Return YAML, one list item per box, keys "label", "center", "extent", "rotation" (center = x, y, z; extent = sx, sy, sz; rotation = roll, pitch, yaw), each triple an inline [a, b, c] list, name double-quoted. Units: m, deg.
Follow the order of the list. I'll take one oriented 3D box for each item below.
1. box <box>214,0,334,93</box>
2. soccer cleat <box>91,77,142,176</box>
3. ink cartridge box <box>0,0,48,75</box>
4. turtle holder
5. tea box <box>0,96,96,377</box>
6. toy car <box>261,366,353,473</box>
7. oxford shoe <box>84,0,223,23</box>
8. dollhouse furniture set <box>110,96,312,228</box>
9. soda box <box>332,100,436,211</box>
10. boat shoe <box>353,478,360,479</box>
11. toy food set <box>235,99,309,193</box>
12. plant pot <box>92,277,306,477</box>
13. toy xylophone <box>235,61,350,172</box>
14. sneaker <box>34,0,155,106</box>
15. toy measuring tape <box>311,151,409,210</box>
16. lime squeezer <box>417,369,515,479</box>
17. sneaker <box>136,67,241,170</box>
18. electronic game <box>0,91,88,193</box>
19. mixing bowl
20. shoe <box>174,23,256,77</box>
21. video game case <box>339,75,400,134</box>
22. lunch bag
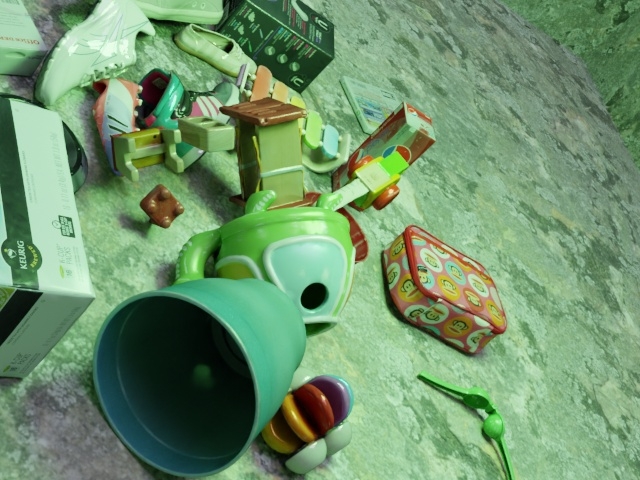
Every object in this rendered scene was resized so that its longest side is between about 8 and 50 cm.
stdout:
- label: "box"
  center: [-0.111, -0.517, 2.219]
  extent: [0.270, 0.143, 0.165]
  rotation: [29, 39, -25]
- label: "soccer cleat"
  center: [-0.384, -0.212, 1.665]
  extent: [0.095, 0.083, 0.248]
  rotation: [9, 47, -16]
- label: "ink cartridge box"
  center: [-0.589, -0.384, 1.609]
  extent: [0.127, 0.072, 0.175]
  rotation: [-7, 60, -51]
- label: "turtle holder"
  center: [-0.082, 0.051, 1.570]
  extent: [0.320, 0.243, 0.228]
  rotation: [9, 63, -49]
- label: "tea box"
  center: [-0.510, -0.021, 1.180]
  extent: [0.323, 0.220, 0.329]
  rotation: [10, 47, -41]
- label: "toy car"
  center: [-0.013, 0.281, 1.492]
  extent: [0.159, 0.136, 0.182]
  rotation: [54, 34, 12]
- label: "oxford shoe"
  center: [-0.361, -0.548, 1.942]
  extent: [0.169, 0.130, 0.449]
  rotation: [25, 22, 25]
- label: "dollhouse furniture set"
  center: [-0.205, -0.135, 1.668]
  extent: [0.374, 0.202, 0.152]
  rotation: [-15, 24, -31]
- label: "soda box"
  center: [0.140, -0.187, 2.041]
  extent: [0.092, 0.263, 0.084]
  rotation: [28, 37, -27]
- label: "boat shoe"
  center: [0.091, 0.443, 1.533]
  extent: [0.100, 0.035, 0.035]
  rotation: [37, 36, -3]
- label: "toy food set"
  center: [-0.094, -0.179, 1.900]
  extent: [0.104, 0.111, 0.232]
  rotation: [-31, 86, -48]
- label: "plant pot"
  center: [-0.154, 0.172, 1.350]
  extent: [0.272, 0.271, 0.255]
  rotation: [50, 27, 5]
- label: "toy xylophone"
  center: [-0.075, -0.292, 2.079]
  extent: [0.322, 0.081, 0.236]
  rotation: [28, 37, -27]
- label: "sneaker"
  center: [-0.415, -0.350, 1.670]
  extent: [0.129, 0.111, 0.297]
  rotation: [42, 61, -16]
- label: "toy measuring tape"
  center: [0.074, -0.097, 1.889]
  extent: [0.121, 0.121, 0.330]
  rotation: [51, 46, 6]
- label: "lime squeezer"
  center: [0.335, 0.372, 1.861]
  extent: [0.310, 0.059, 0.110]
  rotation: [52, 33, 7]
- label: "sneaker"
  center: [-0.277, -0.282, 1.816]
  extent: [0.178, 0.123, 0.296]
  rotation: [46, 33, -19]
- label: "electronic game"
  center: [-0.494, -0.159, 1.500]
  extent: [0.229, 0.048, 0.229]
  rotation: [30, 35, -24]
- label: "mixing bowl"
  center: [0.000, 0.000, 1.832]
  extent: [0.181, 0.098, 0.181]
  rotation: [34, 29, -23]
- label: "shoe"
  center: [-0.231, -0.438, 2.079]
  extent: [0.219, 0.058, 0.077]
  rotation: [18, 43, -36]
- label: "video game case"
  center: [0.163, -0.352, 2.461]
  extent: [0.212, 0.023, 0.193]
  rotation: [10, 48, -44]
- label: "lunch bag"
  center: [0.277, 0.098, 2.039]
  extent: [0.293, 0.120, 0.258]
  rotation: [29, 33, -27]
